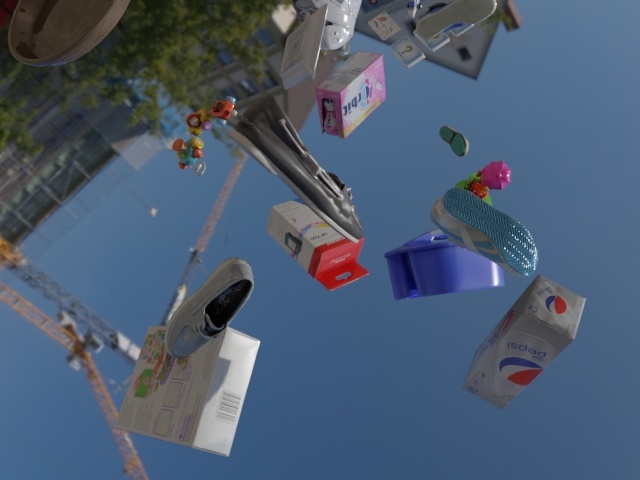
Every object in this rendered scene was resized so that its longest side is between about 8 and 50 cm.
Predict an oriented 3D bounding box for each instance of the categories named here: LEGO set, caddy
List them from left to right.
[{"bbox_3d":[0.208,-0.529,1.509,0.183,0.060,0.244,-33,-120,2],"label":"LEGO set"},{"bbox_3d":[0.336,0.055,1.768,0.241,0.342,0.179,-19,-103,59],"label":"caddy"}]

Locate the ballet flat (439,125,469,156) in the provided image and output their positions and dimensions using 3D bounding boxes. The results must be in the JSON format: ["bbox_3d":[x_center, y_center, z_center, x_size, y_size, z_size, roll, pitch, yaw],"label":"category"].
[{"bbox_3d":[0.402,-0.290,1.912,0.057,0.052,0.168,-65,-153,28],"label":"ballet flat"}]

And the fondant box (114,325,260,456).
[{"bbox_3d":[-0.288,0.307,1.393,0.330,0.096,0.238,-7,-119,47],"label":"fondant box"}]

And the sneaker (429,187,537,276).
[{"bbox_3d":[0.314,-0.010,1.258,0.087,0.229,0.092,-52,-178,-24],"label":"sneaker"}]

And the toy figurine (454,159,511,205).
[{"bbox_3d":[0.486,-0.173,1.884,0.173,0.130,0.159,-58,-176,-37],"label":"toy figurine"}]

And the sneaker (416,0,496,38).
[{"bbox_3d":[0.258,-0.435,1.255,0.152,0.058,0.084,-19,-157,22],"label":"sneaker"}]

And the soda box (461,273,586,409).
[{"bbox_3d":[0.353,0.189,1.170,0.098,0.091,0.286,-56,170,-38],"label":"soda box"}]

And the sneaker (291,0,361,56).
[{"bbox_3d":[-0.029,-0.572,1.567,0.137,0.366,0.210,14,-82,42],"label":"sneaker"}]

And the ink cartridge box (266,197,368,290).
[{"bbox_3d":[0.000,0.000,1.488,0.134,0.078,0.231,-21,-129,-38],"label":"ink cartridge box"}]

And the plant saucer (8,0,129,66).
[{"bbox_3d":[-0.418,-0.407,1.118,0.278,0.041,0.277,-12,-119,24],"label":"plant saucer"}]

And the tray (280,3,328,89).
[{"bbox_3d":[-0.045,-0.417,1.434,0.270,0.030,0.145,-160,-99,-74],"label":"tray"}]

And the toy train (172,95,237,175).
[{"bbox_3d":[-0.234,-0.213,1.283,0.125,0.046,0.166,21,-96,49],"label":"toy train"}]

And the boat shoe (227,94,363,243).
[{"bbox_3d":[-0.011,-0.110,1.111,0.095,0.335,0.112,-49,-142,1],"label":"boat shoe"}]

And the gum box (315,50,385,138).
[{"bbox_3d":[0.064,-0.305,1.374,0.062,0.107,0.188,18,-133,29],"label":"gum box"}]

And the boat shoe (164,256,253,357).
[{"bbox_3d":[-0.200,0.133,1.175,0.227,0.079,0.081,-51,-149,10],"label":"boat shoe"}]
